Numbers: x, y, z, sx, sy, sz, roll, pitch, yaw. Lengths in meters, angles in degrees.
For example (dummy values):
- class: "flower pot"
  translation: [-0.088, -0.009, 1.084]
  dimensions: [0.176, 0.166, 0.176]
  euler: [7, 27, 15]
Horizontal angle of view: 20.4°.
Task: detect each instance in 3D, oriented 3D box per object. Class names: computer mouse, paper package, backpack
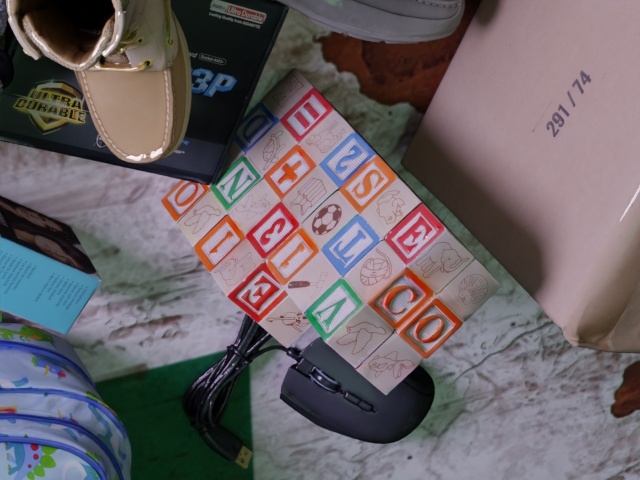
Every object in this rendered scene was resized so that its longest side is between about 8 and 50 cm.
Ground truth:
- class: "computer mouse"
  translation: [-0.004, 0.167, 1.737]
  dimensions: [0.262, 0.060, 0.184]
  euler: [34, 100, -37]
- class: "paper package"
  translation: [0.258, -0.117, 1.530]
  dimensions: [0.168, 0.309, 0.325]
  euler: [11, 114, -36]
- class: "backpack"
  translation: [-0.339, 0.204, 1.501]
  dimensions: [0.355, 0.273, 0.290]
  euler: [-12, 120, -37]

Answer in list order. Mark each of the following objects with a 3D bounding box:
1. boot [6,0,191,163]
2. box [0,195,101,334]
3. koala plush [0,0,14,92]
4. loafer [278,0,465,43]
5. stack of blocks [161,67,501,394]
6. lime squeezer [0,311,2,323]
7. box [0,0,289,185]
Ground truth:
- class: "boot"
  translation: [-0.159, -0.149, 1.297]
  dimensions: [0.095, 0.203, 0.262]
  euler: [-3, 115, 5]
- class: "box"
  translation: [-0.304, -0.009, 1.455]
  dimensions: [0.244, 0.100, 0.060]
  euler: [26, 105, -36]
- class: "koala plush"
  translation: [-0.311, -0.141, 1.327]
  dimensions: [0.203, 0.196, 0.221]
  euler: [-14, 126, -4]
- class: "loafer"
  translation: [-0.008, -0.245, 1.447]
  dimensions: [0.319, 0.112, 0.111]
  euler: [13, 121, -31]
- class: "stack of blocks"
  translation: [0.000, 0.000, 1.484]
  dimensions: [0.171, 0.297, 0.087]
  euler: [-44, 129, 3]
- class: "lime squeezer"
  translation: [-0.411, 0.041, 1.476]
  dimensions: [0.310, 0.059, 0.110]
  euler: [-4, 153, -25]
- class: "box"
  translation: [-0.158, -0.149, 1.470]
  dimensions: [0.220, 0.051, 0.175]
  euler: [12, 113, -31]
